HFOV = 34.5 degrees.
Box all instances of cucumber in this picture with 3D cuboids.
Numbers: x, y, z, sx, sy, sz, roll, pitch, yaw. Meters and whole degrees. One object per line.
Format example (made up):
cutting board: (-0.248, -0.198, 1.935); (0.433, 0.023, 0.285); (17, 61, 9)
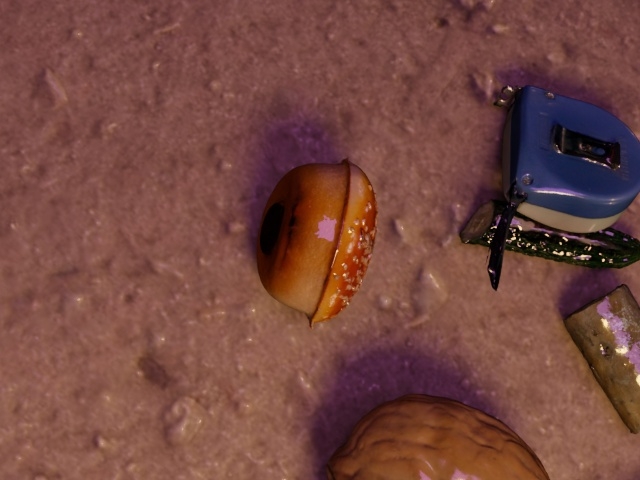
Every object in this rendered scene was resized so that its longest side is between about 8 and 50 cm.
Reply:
cucumber: (0.340, -0.003, 1.506); (0.265, 0.077, 0.077); (13, 77, -6)

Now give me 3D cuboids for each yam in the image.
yam: (0.434, 0.169, 1.464); (0.107, 0.107, 0.194); (-27, 83, -12)

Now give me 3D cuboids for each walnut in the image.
walnut: (0.152, 0.348, 1.311); (0.313, 0.277, 0.252); (26, 42, 9)

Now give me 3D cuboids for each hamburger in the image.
hamburger: (0.001, -0.004, 1.382); (0.147, 0.237, 0.236); (13, 76, -17)

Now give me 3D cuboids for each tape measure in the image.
tape measure: (0.344, -0.063, 1.445); (0.215, 0.098, 0.351); (15, 53, -5)
